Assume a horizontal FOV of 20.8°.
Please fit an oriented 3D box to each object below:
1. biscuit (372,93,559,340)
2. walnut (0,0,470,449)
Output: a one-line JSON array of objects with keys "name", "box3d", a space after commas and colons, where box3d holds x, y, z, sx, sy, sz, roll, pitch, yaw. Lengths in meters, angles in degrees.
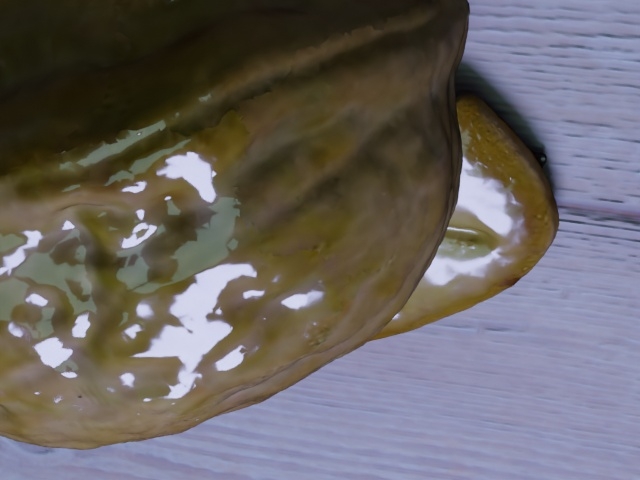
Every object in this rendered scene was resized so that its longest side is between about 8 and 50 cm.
[{"name": "biscuit", "box3d": [0.000, 0.004, 1.084, 0.299, 0.045, 0.154, -15, 123, 18]}, {"name": "walnut", "box3d": [-0.084, -0.057, 0.900, 0.344, 0.306, 0.306, -24, 121, 11]}]
